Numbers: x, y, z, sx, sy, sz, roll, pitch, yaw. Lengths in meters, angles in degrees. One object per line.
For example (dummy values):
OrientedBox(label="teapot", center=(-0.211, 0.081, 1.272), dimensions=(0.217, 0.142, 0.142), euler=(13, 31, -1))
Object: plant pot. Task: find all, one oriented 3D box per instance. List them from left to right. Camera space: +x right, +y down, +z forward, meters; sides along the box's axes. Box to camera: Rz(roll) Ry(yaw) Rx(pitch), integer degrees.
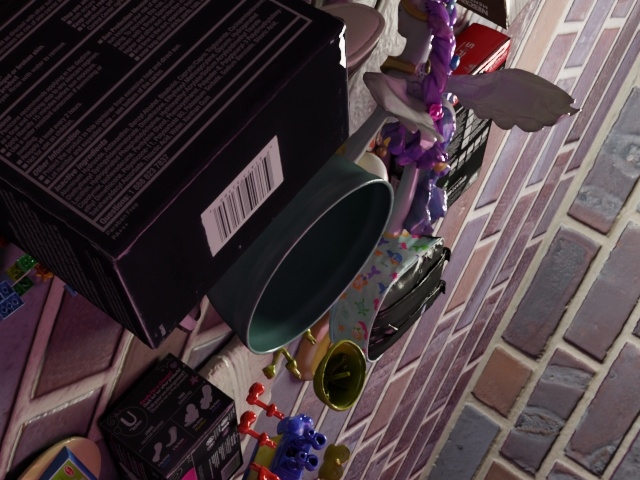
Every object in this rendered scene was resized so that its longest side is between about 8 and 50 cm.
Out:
OrientedBox(label="plant pot", center=(-0.068, -0.017, 1.436), dimensions=(0.293, 0.196, 0.293), euler=(-44, 159, -21))
OrientedBox(label="plant pot", center=(0.029, 0.197, 2.168), dimensions=(0.236, 0.032, 0.236), euler=(-46, 155, -29))

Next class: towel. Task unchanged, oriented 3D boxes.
OrientedBox(label="towel", center=(-0.157, 0.273, 1.855), dimensions=(0.187, 0.049, 0.282), euler=(-46, 155, -29))

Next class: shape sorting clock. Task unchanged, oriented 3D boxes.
OrientedBox(label="shape sorting clock", center=(-0.392, 0.372, 1.501), dimensions=(0.206, 0.040, 0.206), euler=(-42, 150, -32))

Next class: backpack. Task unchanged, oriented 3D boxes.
OrientedBox(label="backpack", center=(0.109, 0.095, 1.983), dimensions=(0.253, 0.191, 0.225), euler=(-49, 155, -38))

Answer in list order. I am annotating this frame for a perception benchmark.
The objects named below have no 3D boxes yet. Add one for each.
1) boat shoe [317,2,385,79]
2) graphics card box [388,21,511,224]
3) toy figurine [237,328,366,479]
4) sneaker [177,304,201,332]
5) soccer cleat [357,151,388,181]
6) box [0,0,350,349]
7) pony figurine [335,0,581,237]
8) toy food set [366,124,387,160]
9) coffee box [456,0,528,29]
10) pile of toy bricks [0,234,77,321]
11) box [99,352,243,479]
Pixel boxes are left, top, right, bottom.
OrientedBox(label="boat shoe", center=(-0.033, -0.211, 1.388), dimensions=(0.305, 0.109, 0.091), euler=(-39, 153, -25))
OrientedBox(label="graphics card box", center=(0.235, -0.202, 1.981), dimensions=(0.233, 0.094, 0.371), euler=(-44, 154, -31))
OrientedBox(label="toy figurine", center=(-0.079, 0.328, 1.718), dimensions=(0.217, 0.191, 0.363), euler=(-41, -157, 51))
OrientedBox(label="sneaker", center=(-0.205, 0.040, 1.375), dimensions=(0.108, 0.100, 0.271), euler=(-57, 159, -15))
OrientedBox(label="soccer cleat", center=(0.000, 0.000, 1.724), dimensions=(0.331, 0.116, 0.143), euler=(-59, 159, 6))
OrientedBox(label="box", center=(-0.174, -0.117, 0.957), dimensions=(0.296, 0.294, 0.183), euler=(-48, 159, -21))
OrientedBox(label="pony figurine", center=(0.153, -0.189, 1.532), dimensions=(0.302, 0.351, 0.364), euler=(-5, 131, -26))
OrientedBox(label="toy food set", center=(0.094, -0.154, 1.843), dimensions=(0.078, 0.019, 0.122), euler=(-45, 155, -27))
OrientedBox(label="coffee box", center=(0.311, -0.486, 1.695), dimensions=(0.246, 0.141, 0.098), euler=(-52, 158, -10))
OrientedBox(label="pile of toy bricks", center=(-0.324, 0.032, 1.128), dimensions=(0.105, 0.118, 0.212), euler=(-33, -172, 41))
OrientedBox(label="box", center=(-0.227, 0.320, 1.645), dimensions=(0.163, 0.142, 0.247), euler=(-47, 158, -27))
